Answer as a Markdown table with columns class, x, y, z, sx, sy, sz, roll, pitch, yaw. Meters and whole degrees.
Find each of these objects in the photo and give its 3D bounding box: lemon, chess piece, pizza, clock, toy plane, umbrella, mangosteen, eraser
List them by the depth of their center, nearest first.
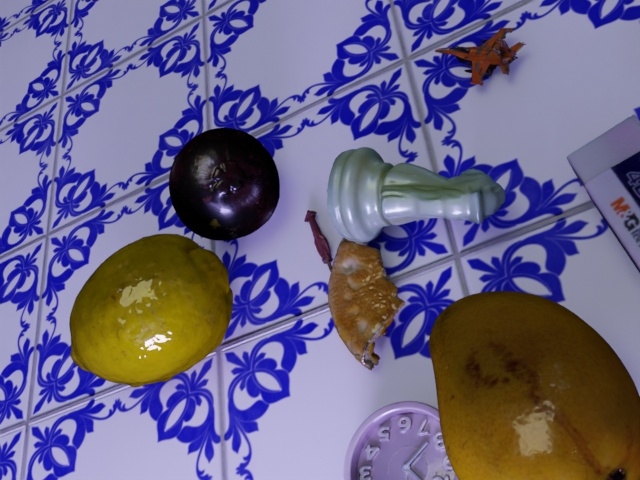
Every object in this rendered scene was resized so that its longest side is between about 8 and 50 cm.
| class | x | y | z | sx | sy | sz | roll | pitch | yaw |
| --- | --- | --- | --- | --- | --- | --- | --- | --- | --- |
| eraser | 0.492 | -0.049 | 1.189 | 0.130 | 0.086 | 0.287 | -31 | 49 | 13 |
| clock | 0.135 | 0.345 | 1.191 | 0.197 | 0.068 | 0.196 | -16 | 55 | 24 |
| chess piece | 0.174 | -0.080 | 1.371 | 0.298 | 0.176 | 0.175 | 2 | 64 | 30 |
| pizza | 0.074 | 0.099 | 1.392 | 0.134 | 0.056 | 0.271 | -34 | 45 | 14 |
| lemon | -0.320 | 0.136 | 1.488 | 0.316 | 0.285 | 0.285 | -39 | 45 | -20 |
| umbrella | 0.000 | 0.000 | 1.523 | 0.025 | 0.027 | 0.165 | -2 | 46 | -21 |
| toy plane | 0.302 | -0.355 | 1.532 | 0.188 | 0.062 | 0.135 | 12 | 69 | 53 |
| mangosteen | -0.196 | -0.111 | 1.618 | 0.228 | 0.228 | 0.265 | -55 | 7 | -7 |

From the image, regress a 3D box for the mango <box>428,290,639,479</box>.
| class | x | y | z | sx | sy | sz | roll | pitch | yaw |
| --- | --- | --- | --- | --- | --- | --- | --- | --- | --- |
| mango | 0.279 | 0.214 | 1.080 | 0.264 | 0.221 | 0.378 | -31 | 42 | 5 |
